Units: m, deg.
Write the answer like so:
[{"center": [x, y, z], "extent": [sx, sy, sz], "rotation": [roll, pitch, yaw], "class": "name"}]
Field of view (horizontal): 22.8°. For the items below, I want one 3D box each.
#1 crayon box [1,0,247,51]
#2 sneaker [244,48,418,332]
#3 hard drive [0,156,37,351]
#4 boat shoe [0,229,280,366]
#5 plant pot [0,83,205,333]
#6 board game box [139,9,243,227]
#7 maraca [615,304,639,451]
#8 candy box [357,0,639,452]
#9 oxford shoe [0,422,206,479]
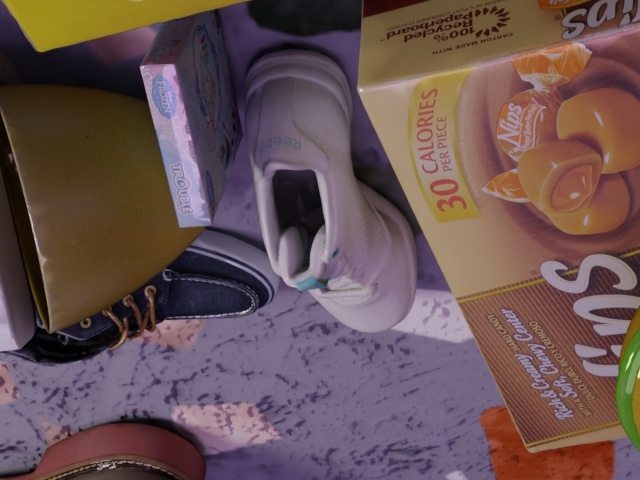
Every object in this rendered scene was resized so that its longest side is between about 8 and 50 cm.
[{"center": [-0.097, -0.229, 0.628], "extent": [0.202, 0.081, 0.318], "rotation": [-9, 137, 18], "class": "crayon box"}, {"center": [0.000, 0.000, 0.875], "extent": [0.080, 0.094, 0.212], "rotation": [-9, 138, 15], "class": "sneaker"}, {"center": [-0.325, -0.029, 0.842], "extent": [0.318, 0.040, 0.210], "rotation": [-7, 105, 12], "class": "hard drive"}, {"center": [-0.118, 0.038, 0.943], "extent": [0.183, 0.083, 0.065], "rotation": [7, 140, -1], "class": "boat shoe"}, {"center": [-0.115, -0.027, 0.849], "extent": [0.095, 0.134, 0.134], "rotation": [-14, 142, -14], "class": "plant pot"}, {"center": [-0.062, -0.068, 0.790], "extent": [0.020, 0.090, 0.090], "rotation": [-4, 122, 11], "class": "board game box"}, {"center": [0.226, 0.044, 0.769], "extent": [0.185, 0.099, 0.127], "rotation": [-28, 129, -6], "class": "maraca"}, {"center": [0.156, -0.017, 0.839], "extent": [0.183, 0.087, 0.316], "rotation": [-11, 137, 18], "class": "candy box"}, {"center": [-0.228, 0.250, 1.171], "extent": [0.123, 0.130, 0.348], "rotation": [32, 133, -27], "class": "oxford shoe"}]
